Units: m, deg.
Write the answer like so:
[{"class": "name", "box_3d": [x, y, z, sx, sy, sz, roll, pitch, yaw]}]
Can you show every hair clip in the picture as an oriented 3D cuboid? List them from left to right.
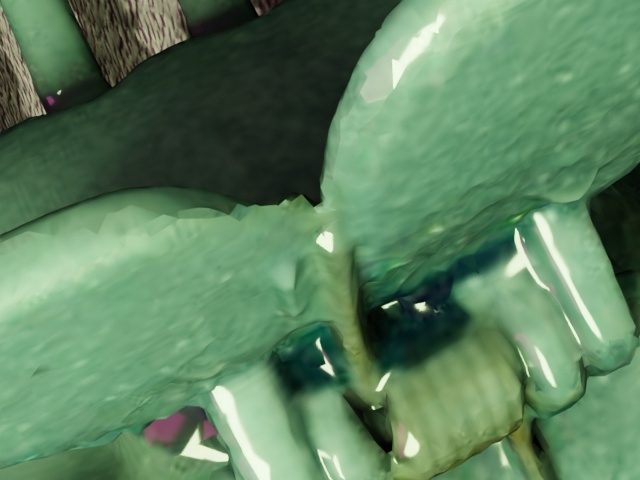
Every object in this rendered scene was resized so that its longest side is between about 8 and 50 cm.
[{"class": "hair clip", "box_3d": [0.000, 0.000, 0.557, 0.238, 0.318, 0.392, 56, 171, 44]}]
